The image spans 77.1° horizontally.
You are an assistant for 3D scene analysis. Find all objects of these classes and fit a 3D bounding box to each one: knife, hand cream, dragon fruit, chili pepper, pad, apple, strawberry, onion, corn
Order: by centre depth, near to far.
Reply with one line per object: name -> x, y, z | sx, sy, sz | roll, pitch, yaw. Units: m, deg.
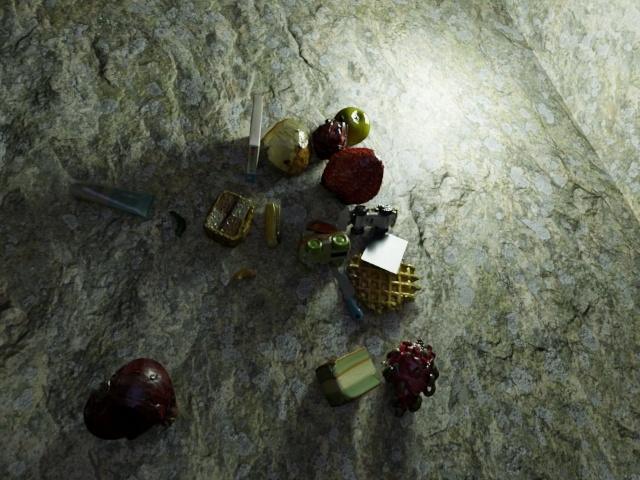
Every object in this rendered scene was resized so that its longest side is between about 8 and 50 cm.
onion -> -0.606, 0.515, 1.279 | 0.281, 0.281, 0.221 | -19, 29, -21
dragon fruit -> 0.345, 0.518, 1.522 | 0.218, 0.198, 0.273 | 3, 67, -22
hand cream -> -0.835, -0.174, 1.608 | 0.312, 0.070, 0.111 | 12, 61, -13
chili pepper -> -0.578, -0.074, 1.644 | 0.055, 0.035, 0.118 | -9, 72, -36
knife -> 0.119, 0.223, 1.682 | 0.058, 0.032, 0.244 | -28, 70, 15
corn -> -0.202, -0.070, 1.718 | 0.072, 0.072, 0.203 | 1, 67, -14
pad -> 0.285, 0.041, 1.761 | 0.163, 0.004, 0.243 | 23, 41, 9
strawberry -> 0.156, -0.302, 1.791 | 0.250, 0.288, 0.239 | 23, 51, -26
dragon fruit -> 0.042, -0.469, 1.873 | 0.182, 0.182, 0.189 | -28, 117, -23
apple -> 0.151, -0.566, 1.981 | 0.196, 0.157, 0.196 | 6, 71, -18

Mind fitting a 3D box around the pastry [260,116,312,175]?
pastry -> -0.128, -0.434, 1.811 | 0.237, 0.170, 0.256 | 38, 37, -14

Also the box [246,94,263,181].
box -> -0.287, -0.435, 1.746 | 0.048, 0.273, 0.265 | 5, 64, -12

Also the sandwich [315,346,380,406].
sandwich -> 0.114, 0.486, 1.458 | 0.198, 0.227, 0.155 | -19, 73, -21

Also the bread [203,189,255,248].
bread -> -0.373, -0.089, 1.668 | 0.181, 0.096, 0.222 | 22, 61, -4

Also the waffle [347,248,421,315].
waffle -> 0.276, 0.163, 1.739 | 0.312, 0.060, 0.307 | -23, 76, -22

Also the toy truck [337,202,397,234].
toy truck -> 0.207, -0.102, 1.805 | 0.285, 0.136, 0.111 | -1, 32, -12

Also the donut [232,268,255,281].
donut -> -0.304, 0.142, 1.614 | 0.083, 0.038, 0.067 | 17, 60, -4

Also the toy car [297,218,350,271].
toy car -> 0.000, 0.000, 1.716 | 0.235, 0.145, 0.235 | 5, 46, -5
